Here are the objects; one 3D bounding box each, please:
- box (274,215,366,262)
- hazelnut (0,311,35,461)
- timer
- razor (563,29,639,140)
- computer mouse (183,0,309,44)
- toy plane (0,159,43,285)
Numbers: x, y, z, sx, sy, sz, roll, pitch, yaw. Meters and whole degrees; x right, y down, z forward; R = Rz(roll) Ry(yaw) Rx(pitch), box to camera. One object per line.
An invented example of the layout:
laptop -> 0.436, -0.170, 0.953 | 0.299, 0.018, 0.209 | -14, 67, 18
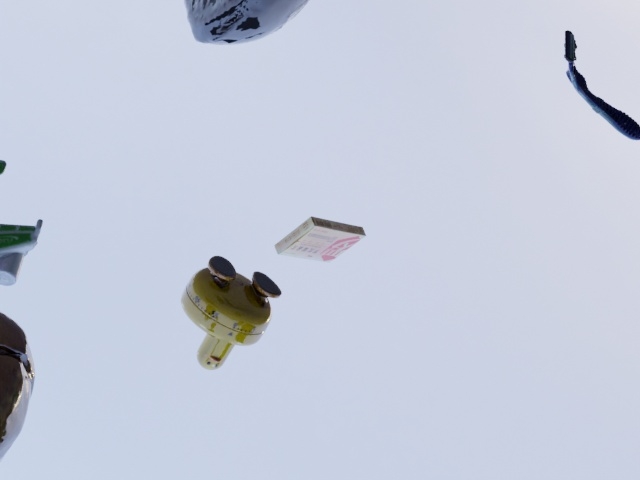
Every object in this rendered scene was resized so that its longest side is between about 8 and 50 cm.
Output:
box -> 0.000, 0.000, 1.895 | 0.093, 0.058, 0.015 | 10, -130, -52
hazelnut -> -0.379, 0.141, 1.688 | 0.208, 0.208, 0.208 | 26, -165, -8
timer -> -0.111, 0.084, 2.020 | 0.107, 0.109, 0.107 | 27, -160, -11
razor -> 0.284, -0.150, 1.823 | 0.154, 0.028, 0.044 | 44, -144, -34
computer mouse -> -0.051, -0.279, 1.615 | 0.100, 0.170, 0.269 | 27, -147, -32
toy plane -> -0.312, -0.020, 1.436 | 0.174, 0.080, 0.174 | 6, -123, -9
